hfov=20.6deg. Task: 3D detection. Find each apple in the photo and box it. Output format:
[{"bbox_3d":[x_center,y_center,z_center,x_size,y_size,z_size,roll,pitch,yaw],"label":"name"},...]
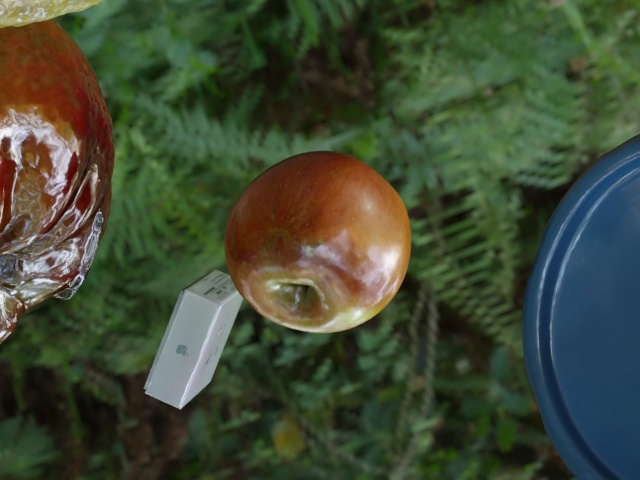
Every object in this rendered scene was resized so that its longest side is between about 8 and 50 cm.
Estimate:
[{"bbox_3d":[0.000,0.000,1.552,0.163,0.139,0.163,14,144,10],"label":"apple"}]

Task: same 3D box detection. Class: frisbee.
[{"bbox_3d":[0.263,0.061,1.198,0.049,0.289,0.289,3,153,-46],"label":"frisbee"}]

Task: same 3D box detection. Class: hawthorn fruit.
[{"bbox_3d":[-0.391,-0.087,1.607,0.403,0.402,0.403,-18,164,-5],"label":"hawthorn fruit"}]

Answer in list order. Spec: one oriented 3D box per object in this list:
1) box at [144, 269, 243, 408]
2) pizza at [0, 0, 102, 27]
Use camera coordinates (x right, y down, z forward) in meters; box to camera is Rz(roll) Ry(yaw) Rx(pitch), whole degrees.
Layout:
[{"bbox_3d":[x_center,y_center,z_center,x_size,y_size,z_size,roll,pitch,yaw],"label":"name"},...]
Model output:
[{"bbox_3d":[-0.140,0.109,1.996,0.130,0.051,0.129,-36,149,-75],"label":"box"},{"bbox_3d":[-0.177,-0.185,0.929,0.258,0.087,0.268,-45,143,-8],"label":"pizza"}]
